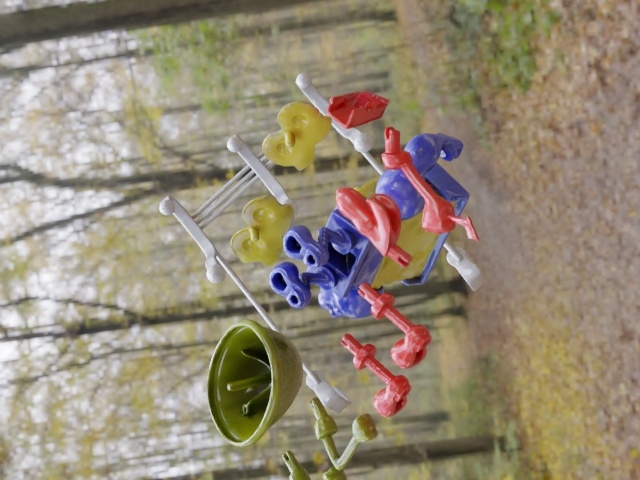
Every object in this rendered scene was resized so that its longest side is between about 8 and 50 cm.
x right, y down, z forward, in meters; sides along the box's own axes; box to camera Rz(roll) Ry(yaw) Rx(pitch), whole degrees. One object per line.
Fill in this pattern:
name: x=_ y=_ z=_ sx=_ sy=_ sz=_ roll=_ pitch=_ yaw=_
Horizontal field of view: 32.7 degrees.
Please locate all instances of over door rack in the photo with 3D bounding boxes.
over door rack: x=0.000 y=0.000 z=1.235 sx=0.324 sy=0.239 sz=0.108 roll=49 pitch=-176 yaw=6

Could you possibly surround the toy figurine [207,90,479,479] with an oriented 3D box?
toy figurine: x=0.059 y=0.034 z=0.926 sx=0.217 sy=0.191 sz=0.363 roll=-24 pitch=-36 yaw=-45
